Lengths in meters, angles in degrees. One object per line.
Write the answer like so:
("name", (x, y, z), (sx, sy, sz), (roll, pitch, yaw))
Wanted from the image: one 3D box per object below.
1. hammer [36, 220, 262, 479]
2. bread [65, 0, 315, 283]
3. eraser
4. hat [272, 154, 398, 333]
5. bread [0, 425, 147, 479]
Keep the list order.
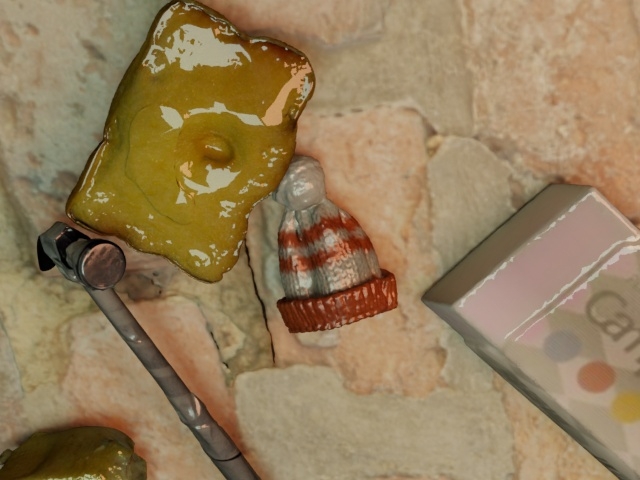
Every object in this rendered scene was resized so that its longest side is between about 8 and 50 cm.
("hammer", (-0.133, 0.148, 1.350), (0.044, 0.152, 0.427), (-42, 118, -18))
("bread", (-0.109, -0.091, 1.246), (0.161, 0.088, 0.233), (25, 113, -13))
("eraser", (0.304, 0.130, 1.322), (0.397, 0.082, 0.213), (41, 112, -15))
("hat", (0.000, 0.000, 1.293), (0.112, 0.093, 0.162), (-16, 96, 1))
("bread", (-0.238, 0.233, 1.403), (0.156, 0.103, 0.110), (30, 120, -17))
